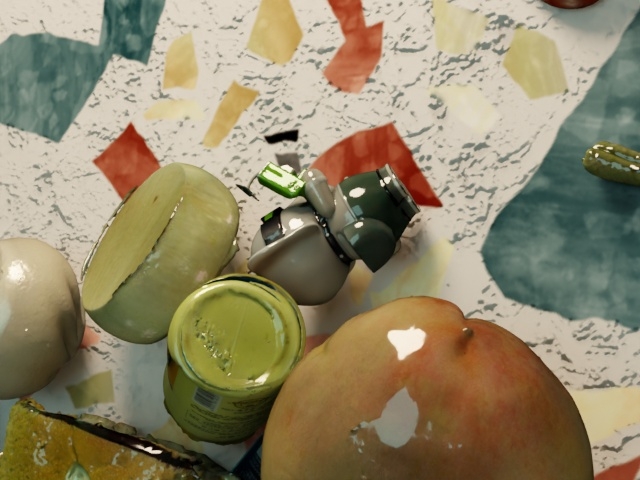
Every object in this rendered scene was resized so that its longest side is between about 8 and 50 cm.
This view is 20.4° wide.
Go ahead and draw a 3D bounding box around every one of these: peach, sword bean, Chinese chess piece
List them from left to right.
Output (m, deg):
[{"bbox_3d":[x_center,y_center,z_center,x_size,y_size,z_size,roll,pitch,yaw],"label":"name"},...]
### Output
[{"bbox_3d":[-0.159,0.013,1.767,0.188,0.083,0.188,-44,25,27],"label":"Chinese chess piece"},{"bbox_3d":[0.092,0.189,1.520,0.292,0.292,0.247,9,43,31],"label":"peach"},{"bbox_3d":[0.346,-0.030,1.551,0.269,0.038,0.043,27,70,31],"label":"sword bean"}]

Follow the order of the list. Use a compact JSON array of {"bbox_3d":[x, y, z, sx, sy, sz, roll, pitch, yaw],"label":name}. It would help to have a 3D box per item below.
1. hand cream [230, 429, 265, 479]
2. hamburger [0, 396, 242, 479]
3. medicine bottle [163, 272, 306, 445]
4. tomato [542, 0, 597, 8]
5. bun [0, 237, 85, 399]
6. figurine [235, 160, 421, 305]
[{"bbox_3d":[-0.016,0.209,1.712,0.120,0.061,0.270,47,110,29],"label":"hand cream"},{"bbox_3d":[-0.215,0.264,1.743,0.288,0.167,0.192,15,93,37],"label":"hamburger"},{"bbox_3d":[-0.087,0.117,1.670,0.124,0.239,0.124,3,72,-9],"label":"medicine bottle"},{"bbox_3d":[0.221,-0.316,1.647,0.174,0.082,0.166,45,105,26],"label":"tomato"},{"bbox_3d":[-0.307,0.085,1.861,0.173,0.120,0.173,-45,37,48],"label":"bun"},{"bbox_3d":[0.000,0.000,1.696,0.192,0.147,0.126,-36,51,6],"label":"figurine"}]
